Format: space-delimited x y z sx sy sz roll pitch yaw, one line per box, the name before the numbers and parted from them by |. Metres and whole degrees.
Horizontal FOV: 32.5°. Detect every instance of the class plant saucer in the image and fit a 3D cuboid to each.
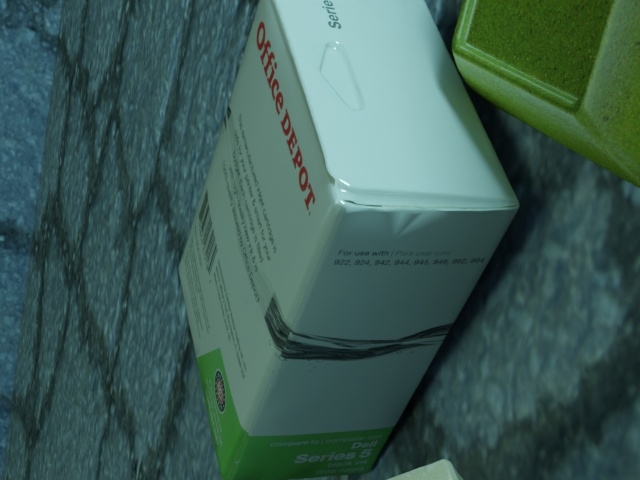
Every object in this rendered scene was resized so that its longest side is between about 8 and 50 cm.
plant saucer | 0.130 -0.140 0.551 0.188 0.045 0.188 -133 51 -59

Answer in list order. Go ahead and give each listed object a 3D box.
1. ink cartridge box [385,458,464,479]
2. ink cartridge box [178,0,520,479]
ink cartridge box | 0.075 0.233 0.438 0.193 0.088 0.234 54 -164 -52
ink cartridge box | 0.000 0.000 0.715 0.273 0.115 0.198 113 150 -43
